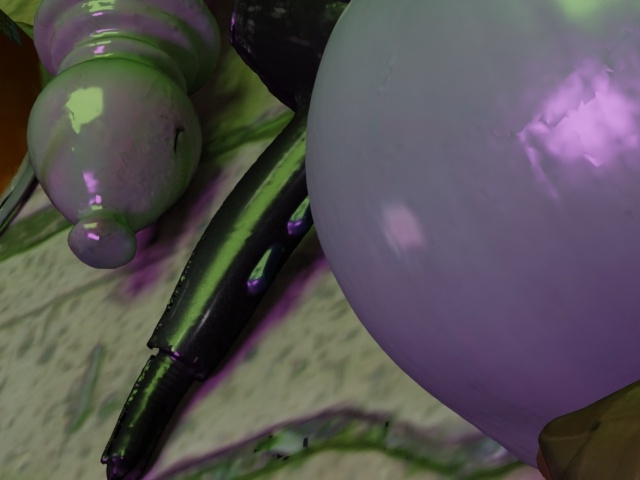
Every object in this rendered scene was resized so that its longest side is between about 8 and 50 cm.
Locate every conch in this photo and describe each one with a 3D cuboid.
[{"bbox_3d":[0.093,-0.013,0.454,0.221,0.185,0.121,136,148,-56],"label":"conch"}]

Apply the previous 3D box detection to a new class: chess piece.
[{"bbox_3d":[-0.082,-0.097,0.814,0.139,0.139,0.271,-21,47,26],"label":"chess piece"}]

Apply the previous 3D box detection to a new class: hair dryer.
[{"bbox_3d":[0.000,0.000,0.658,0.195,0.075,0.219,24,76,46],"label":"hair dryer"}]

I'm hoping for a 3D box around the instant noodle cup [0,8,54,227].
[{"bbox_3d":[-0.297,-0.078,0.897,0.296,0.214,0.296,-27,33,19],"label":"instant noodle cup"}]

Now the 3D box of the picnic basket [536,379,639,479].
[{"bbox_3d":[0.148,0.048,0.347,0.178,0.138,0.128,-39,30,8],"label":"picnic basket"}]
